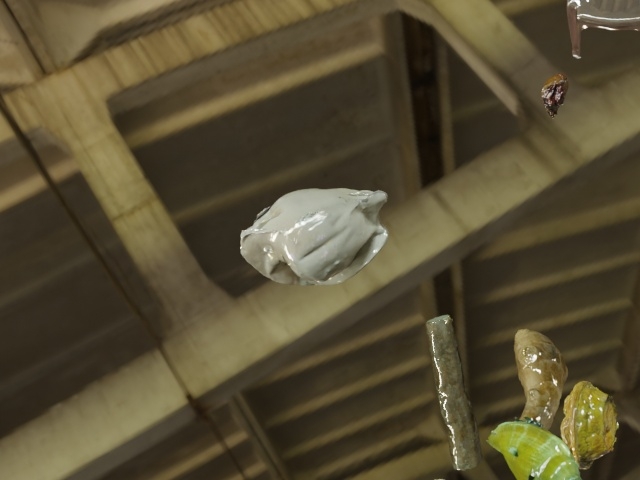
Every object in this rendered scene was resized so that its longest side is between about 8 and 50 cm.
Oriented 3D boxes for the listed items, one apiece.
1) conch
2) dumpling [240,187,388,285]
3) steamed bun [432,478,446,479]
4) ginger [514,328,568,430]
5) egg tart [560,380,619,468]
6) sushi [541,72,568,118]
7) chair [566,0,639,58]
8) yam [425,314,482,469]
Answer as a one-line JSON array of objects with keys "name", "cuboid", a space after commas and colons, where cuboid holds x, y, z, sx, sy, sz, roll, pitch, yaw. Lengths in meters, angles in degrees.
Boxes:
[{"name": "conch", "cuboid": [0.340, 0.342, 1.641, 0.079, 0.201, 0.095, 25, -72, -47]}, {"name": "dumpling", "cuboid": [0.000, 0.000, 1.373, 0.199, 0.118, 0.136, -19, -63, 2]}, {"name": "steamed bun", "cuboid": [0.162, 0.462, 1.042, 0.189, 0.428, 0.247, -11, -56, 33]}, {"name": "ginger", "cuboid": [0.381, 0.266, 1.912, 0.086, 0.131, 0.294, -25, 19, 32]}, {"name": "egg tart", "cuboid": [0.613, 0.416, 2.413, 0.090, 0.212, 0.212, 1, -11, 32]}, {"name": "sushi", "cuboid": [0.458, -0.286, 2.099, 0.050, 0.047, 0.099, 7, -43, 13]}, {"name": "chair", "cuboid": [0.490, -0.442, 1.747, 0.326, 0.175, 0.183, 35, -116, -65]}, {"name": "yam", "cuboid": [0.226, 0.260, 1.832, 0.061, 0.274, 0.061, -13, 11, 3]}]
